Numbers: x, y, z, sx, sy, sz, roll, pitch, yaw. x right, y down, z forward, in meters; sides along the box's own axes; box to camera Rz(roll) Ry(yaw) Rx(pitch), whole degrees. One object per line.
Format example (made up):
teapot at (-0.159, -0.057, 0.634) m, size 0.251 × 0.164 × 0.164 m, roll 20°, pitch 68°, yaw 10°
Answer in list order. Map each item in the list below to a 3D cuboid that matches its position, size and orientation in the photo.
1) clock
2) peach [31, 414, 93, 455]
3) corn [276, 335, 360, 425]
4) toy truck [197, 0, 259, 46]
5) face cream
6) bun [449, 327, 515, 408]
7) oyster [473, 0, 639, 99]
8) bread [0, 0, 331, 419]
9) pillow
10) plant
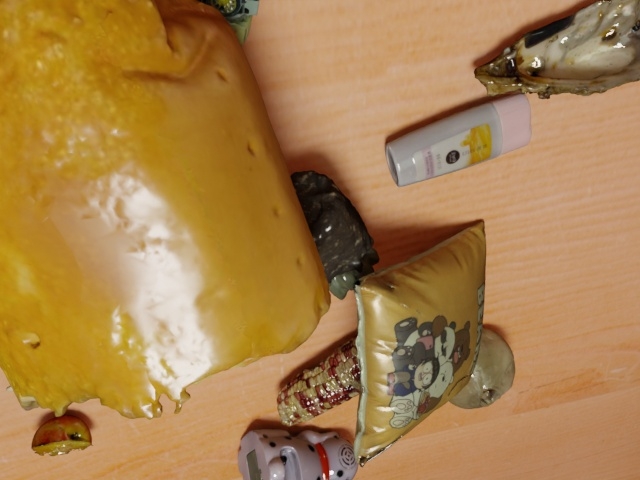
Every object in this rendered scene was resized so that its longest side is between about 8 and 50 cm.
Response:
clock at (-0.031, 0.479, 0.987) m, size 0.254 × 0.189 × 0.189 m, roll 5°, pitch 125°, yaw -35°
peach at (-0.461, 0.347, 0.839) m, size 0.098 × 0.061 × 0.098 m, roll -6°, pitch 148°, yaw -4°
corn at (0.034, 0.252, 0.871) m, size 0.289 × 0.098 × 0.098 m, roll -33°, pitch 126°, yaw 15°
toy truck at (-0.160, -0.243, 0.474) m, size 0.191 × 0.085 × 0.116 m, roll 3°, pitch 154°, yaw -12°
face cream at (0.192, -0.136, 0.654) m, size 0.198 × 0.057 × 0.084 m, roll -20°, pitch 128°, yaw 1°
bun at (0.306, 0.266, 0.931) m, size 0.166 × 0.113 × 0.173 m, roll -12°, pitch 124°, yaw -5°
oyster at (0.362, -0.259, 0.606) m, size 0.345 × 0.078 × 0.129 m, roll -18°, pitch 106°, yaw 2°
bread at (-0.213, -0.029, 0.431) m, size 0.361 × 0.250 × 0.394 m, roll -12°, pitch 114°, yaw 16°
pillow at (0.162, 0.150, 0.731) m, size 0.312 × 0.119 × 0.310 m, roll -19°, pitch 113°, yaw -41°
plant at (0.000, 0.000, 0.656) m, size 0.132 × 0.129 × 0.194 m, roll -26°, pitch 144°, yaw 7°
